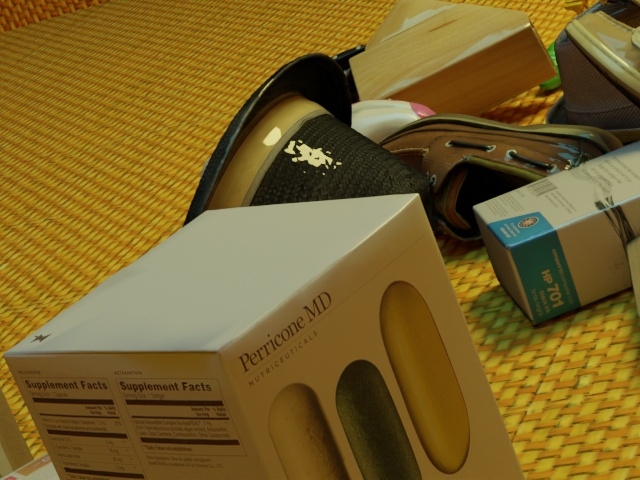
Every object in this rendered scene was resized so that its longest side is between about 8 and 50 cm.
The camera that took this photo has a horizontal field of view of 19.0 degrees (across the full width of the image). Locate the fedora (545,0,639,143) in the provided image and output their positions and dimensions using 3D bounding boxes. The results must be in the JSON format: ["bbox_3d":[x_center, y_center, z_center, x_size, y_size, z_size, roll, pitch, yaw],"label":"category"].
[{"bbox_3d":[0.355,-0.200,1.992,0.275,0.124,0.244,-12,20,27],"label":"fedora"}]

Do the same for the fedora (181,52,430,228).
[{"bbox_3d":[0.000,0.000,1.675,0.152,0.334,0.334,19,32,16],"label":"fedora"}]

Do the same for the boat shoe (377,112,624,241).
[{"bbox_3d":[0.140,-0.057,1.833,0.307,0.110,0.104,-6,22,41],"label":"boat shoe"}]

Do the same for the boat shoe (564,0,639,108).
[{"bbox_3d":[0.339,-0.134,1.677,0.285,0.104,0.089,38,95,31],"label":"boat shoe"}]

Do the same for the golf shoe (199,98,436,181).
[{"bbox_3d":[-0.006,-0.055,2.035,0.306,0.115,0.140,-19,27,29],"label":"golf shoe"}]

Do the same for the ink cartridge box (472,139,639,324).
[{"bbox_3d":[0.242,-0.015,1.639,0.191,0.082,0.139,-20,17,-2],"label":"ink cartridge box"}]

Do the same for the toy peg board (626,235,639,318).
[{"bbox_3d":[0.331,0.019,1.483,0.161,0.079,0.161,-33,13,16],"label":"toy peg board"}]

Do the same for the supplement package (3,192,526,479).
[{"bbox_3d":[-0.021,0.134,1.193,0.198,0.262,0.199,-4,25,44],"label":"supplement package"}]

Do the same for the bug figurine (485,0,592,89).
[{"bbox_3d":[0.248,-0.236,2.311,0.279,0.072,0.216,-4,30,31],"label":"bug figurine"}]

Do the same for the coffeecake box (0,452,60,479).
[{"bbox_3d":[-0.174,0.213,1.457,0.142,0.068,0.185,-29,19,-27],"label":"coffeecake box"}]

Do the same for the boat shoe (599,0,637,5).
[{"bbox_3d":[0.346,-0.339,1.989,0.158,0.127,0.340,7,29,29],"label":"boat shoe"}]

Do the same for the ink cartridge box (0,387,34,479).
[{"bbox_3d":[-0.374,0.173,1.598,0.088,0.193,0.235,-4,25,44],"label":"ink cartridge box"}]

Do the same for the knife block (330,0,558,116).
[{"bbox_3d":[0.099,-0.159,2.178,0.276,0.088,0.242,14,62,41],"label":"knife block"}]
